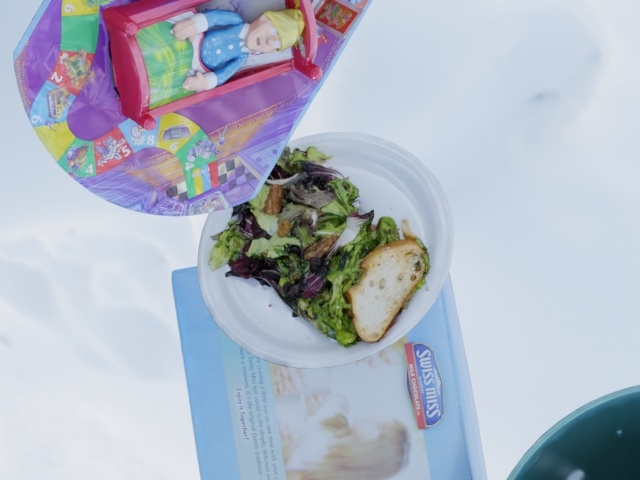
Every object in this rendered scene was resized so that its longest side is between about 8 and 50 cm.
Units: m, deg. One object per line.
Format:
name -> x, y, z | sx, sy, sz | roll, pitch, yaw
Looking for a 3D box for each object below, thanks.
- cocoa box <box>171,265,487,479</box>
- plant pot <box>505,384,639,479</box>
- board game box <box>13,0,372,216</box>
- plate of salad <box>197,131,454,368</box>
cocoa box -> 0.023, 0.180, 1.313 | 0.232, 0.347, 0.228 | -10, 174, 7
plant pot -> 0.272, 0.273, 1.136 | 0.293, 0.293, 0.235 | 26, 168, 17
board game box -> -0.037, -0.083, 0.592 | 0.133, 0.168, 0.033 | 28, -175, -40
plate of salad -> 0.000, 0.000, 1.128 | 0.200, 0.199, 0.048 | 22, 162, 24
